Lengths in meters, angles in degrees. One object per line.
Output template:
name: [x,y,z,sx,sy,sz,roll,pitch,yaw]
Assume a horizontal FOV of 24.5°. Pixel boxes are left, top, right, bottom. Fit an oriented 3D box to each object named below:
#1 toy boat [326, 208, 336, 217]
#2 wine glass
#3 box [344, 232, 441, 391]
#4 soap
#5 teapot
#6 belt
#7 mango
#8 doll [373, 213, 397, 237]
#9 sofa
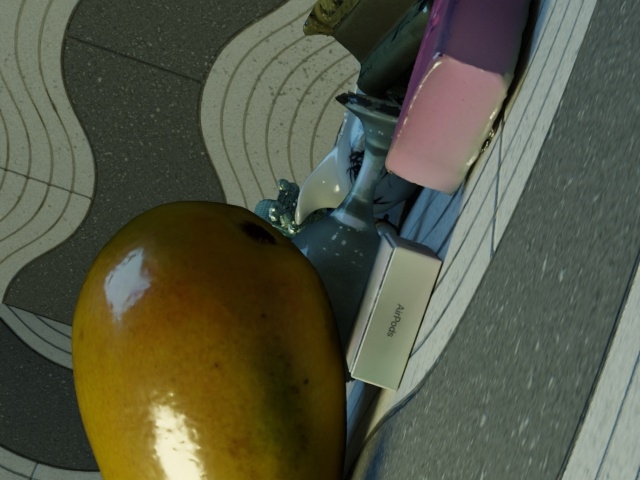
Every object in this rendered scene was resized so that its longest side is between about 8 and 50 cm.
toy boat: [0.020,-0.066,2.460,0.097,0.100,0.223,-62,-1,-17]
wine glass: [0.036,-0.005,1.624,0.143,0.143,0.321,-90,18,-80]
box: [0.067,0.066,1.420,0.129,0.051,0.130,-106,34,-83]
soap: [0.142,-0.198,1.389,0.181,0.081,0.259,114,174,-55]
teapot: [0.069,-0.154,1.799,0.208,0.166,0.299,60,-142,-79]
belt: [0.001,-0.004,1.859,0.100,0.179,0.065,-41,29,54]
mango: [-0.115,0.178,1.525,0.232,0.300,0.445,-20,-67,-59]
doll: [0.070,0.012,1.800,0.058,0.040,0.085,-113,42,-70]
sofa: [0.129,-0.302,1.654,0.258,0.182,0.200,-59,7,-32]
